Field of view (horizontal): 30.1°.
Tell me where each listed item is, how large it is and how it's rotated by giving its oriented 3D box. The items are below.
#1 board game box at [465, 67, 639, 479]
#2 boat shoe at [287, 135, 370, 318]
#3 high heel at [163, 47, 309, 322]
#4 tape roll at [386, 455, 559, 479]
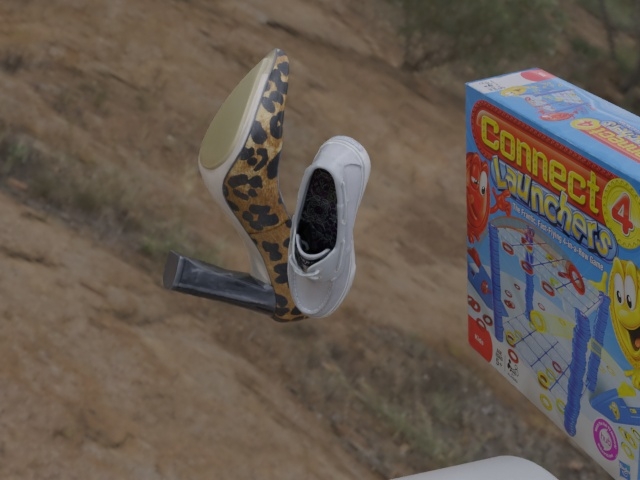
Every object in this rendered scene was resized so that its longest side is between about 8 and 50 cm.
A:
[{"bbox_3d":[0.247,0.027,1.117,0.086,0.302,0.308,-14,28,-19],"label":"board game box"},{"bbox_3d":[0.000,0.000,1.026,0.066,0.184,0.063,29,38,14],"label":"boat shoe"},{"bbox_3d":[-0.030,-0.047,1.180,0.186,0.261,0.093,15,14,-28],"label":"high heel"},{"bbox_3d":[0.089,0.291,0.861,0.169,0.246,0.246,-7,44,-25],"label":"tape roll"}]
